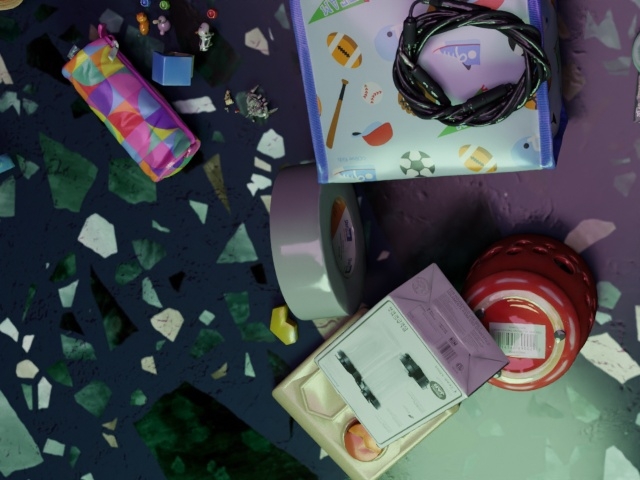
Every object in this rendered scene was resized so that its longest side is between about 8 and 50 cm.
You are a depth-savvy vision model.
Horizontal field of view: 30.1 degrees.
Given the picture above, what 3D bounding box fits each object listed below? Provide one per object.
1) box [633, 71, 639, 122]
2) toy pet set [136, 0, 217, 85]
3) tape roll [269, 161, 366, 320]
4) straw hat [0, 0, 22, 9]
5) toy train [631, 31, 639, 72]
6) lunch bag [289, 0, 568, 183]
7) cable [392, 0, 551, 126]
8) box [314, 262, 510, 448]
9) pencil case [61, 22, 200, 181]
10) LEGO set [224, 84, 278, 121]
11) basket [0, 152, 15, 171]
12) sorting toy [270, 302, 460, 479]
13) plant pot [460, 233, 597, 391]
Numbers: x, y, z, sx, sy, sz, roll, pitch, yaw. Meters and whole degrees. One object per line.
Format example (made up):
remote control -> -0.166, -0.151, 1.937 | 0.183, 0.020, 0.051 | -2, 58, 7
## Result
box -> 0.451, -0.195, 1.573 | 0.067, 0.018, 0.083 | 5, 107, 16
toy pet set -> -0.221, -0.288, 1.734 | 0.122, 0.065, 0.114 | 11, 108, 15
tape roll -> 0.000, 0.000, 1.664 | 0.072, 0.219, 0.219 | -6, 104, 18
straw hat -> -0.484, -0.424, 1.780 | 0.144, 0.061, 0.144 | 10, 125, 14
toy train -> 0.512, -0.297, 1.463 | 0.190, 0.142, 0.334 | 16, 103, -1
lunch bag -> 0.140, -0.293, 1.528 | 0.327, 0.239, 0.386 | -5, 114, 17
cable -> 0.178, -0.203, 1.401 | 0.184, 0.047, 0.151 | 13, 111, 4
box -> 0.115, 0.164, 1.621 | 0.169, 0.087, 0.290 | 52, 150, 7
pencil case -> -0.280, -0.199, 1.762 | 0.104, 0.104, 0.236 | -38, 93, 23
LEGO set -> -0.105, -0.198, 1.745 | 0.083, 0.023, 0.054 | -7, 103, 19
basket -> -0.645, -0.056, 1.834 | 0.289, 0.255, 0.201 | -13, 99, 32
sorting toy -> 0.031, 0.211, 1.811 | 0.307, 0.041, 0.229 | 46, 113, 0
plant pot -> 0.279, 0.100, 1.632 | 0.191, 0.174, 0.191 | 4, 104, 16
